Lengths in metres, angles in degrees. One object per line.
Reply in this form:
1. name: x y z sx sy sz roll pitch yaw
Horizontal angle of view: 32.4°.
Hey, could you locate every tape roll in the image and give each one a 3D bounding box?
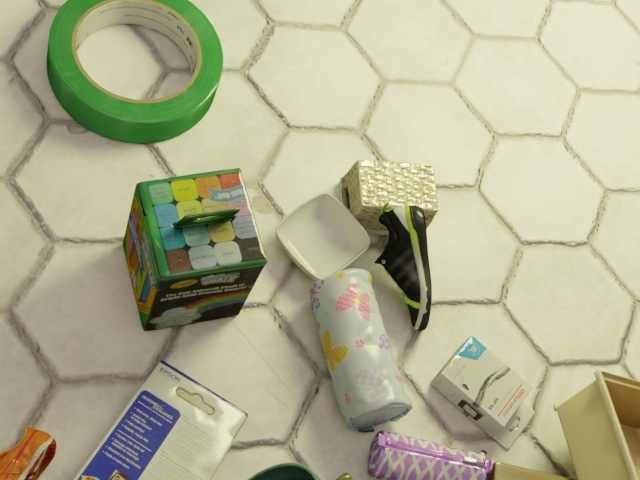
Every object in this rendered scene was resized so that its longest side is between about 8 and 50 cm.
1. tape roll: -0.344 -0.335 2.051 0.321 0.077 0.321 7 61 -13

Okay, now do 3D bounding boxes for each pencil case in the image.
1. pencil case: 0.181 0.374 1.835 0.206 0.088 0.086 12 58 -10
2. pencil case: 0.069 0.184 1.886 0.124 0.113 0.273 -4 65 -31

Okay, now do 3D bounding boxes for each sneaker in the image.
1. sneaker: -0.472 0.361 1.664 0.067 0.064 0.175 22 51 18
2. sneaker: 0.147 0.047 1.981 0.097 0.084 0.234 -5 92 7

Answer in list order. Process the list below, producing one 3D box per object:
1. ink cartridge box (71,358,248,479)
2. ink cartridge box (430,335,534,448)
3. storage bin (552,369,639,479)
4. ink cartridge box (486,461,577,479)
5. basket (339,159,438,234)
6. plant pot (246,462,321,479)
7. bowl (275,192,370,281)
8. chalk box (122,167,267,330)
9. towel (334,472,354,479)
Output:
1. ink cartridge box: -0.269 0.363 1.689 0.176 0.069 0.371 32 47 1
2. ink cartridge box: 0.298 0.268 1.942 0.180 0.060 0.104 40 59 6
3. storage bin: 0.553 0.384 1.863 0.260 0.123 0.262 17 45 -32
4. ink cartridge box: 0.354 0.505 1.820 0.193 0.088 0.234 14 59 -9
5. basket: 0.129 -0.082 2.049 0.167 0.103 0.113 4 63 -16
6. plant pot: -0.040 0.502 1.612 0.196 0.293 0.293 42 55 -25
7. bowl: 0.000 0.000 1.990 0.142 0.053 0.142 -37 79 -24
8. chalk box: -0.205 0.003 1.791 0.180 0.289 0.179 -8 66 -21
9. towel: 0.030 0.425 1.806 0.083 0.009 0.060 -34 76 -30
